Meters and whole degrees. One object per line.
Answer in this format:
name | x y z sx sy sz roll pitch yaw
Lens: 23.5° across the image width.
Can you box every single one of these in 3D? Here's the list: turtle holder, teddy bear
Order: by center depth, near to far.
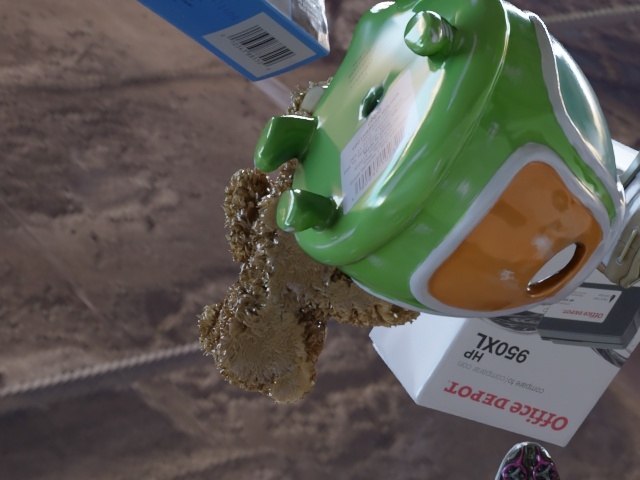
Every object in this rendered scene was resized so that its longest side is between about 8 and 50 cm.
turtle holder | 0.094 -0.067 1.179 0.227 0.320 0.243 30 -92 -19
teddy bear | 0.000 0.000 1.593 0.113 0.245 0.338 3 -86 -75

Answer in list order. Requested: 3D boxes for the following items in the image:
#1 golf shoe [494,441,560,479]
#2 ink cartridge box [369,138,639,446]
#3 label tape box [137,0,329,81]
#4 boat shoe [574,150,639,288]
golf shoe | 0.183 0.267 1.415 0.067 0.086 0.186 0 -75 -1
ink cartridge box | 0.295 0.053 2.042 0.285 0.166 0.395 20 -69 -32
label tape box | -0.109 -0.383 1.681 0.115 0.348 0.249 -16 -25 27
boat shoe | 0.405 -0.071 1.708 0.113 0.103 0.302 -9 -34 -48
